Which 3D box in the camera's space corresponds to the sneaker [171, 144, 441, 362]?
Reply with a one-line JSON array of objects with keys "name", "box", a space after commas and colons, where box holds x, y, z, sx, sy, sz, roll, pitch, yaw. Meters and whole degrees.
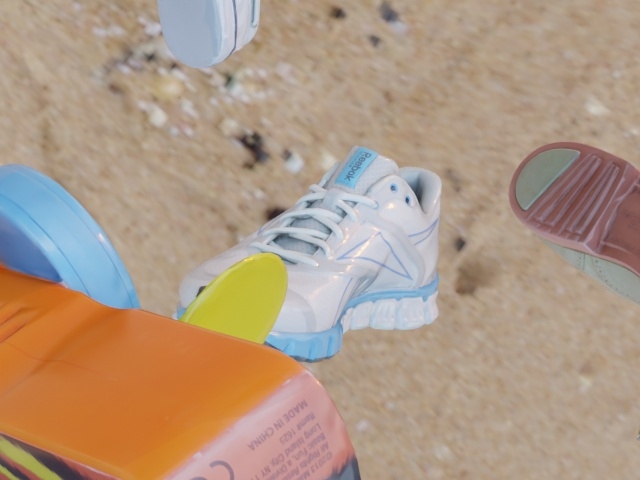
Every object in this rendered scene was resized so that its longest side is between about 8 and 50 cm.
[{"name": "sneaker", "box": [0.000, 0.000, 0.824, 0.190, 0.071, 0.083, -17, 123, -63]}]

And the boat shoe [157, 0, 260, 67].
[{"name": "boat shoe", "box": [-0.095, -0.288, 1.666, 0.088, 0.096, 0.267, -33, 123, -48]}]

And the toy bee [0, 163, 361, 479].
[{"name": "toy bee", "box": [-0.094, 0.056, 0.557, 0.195, 0.298, 0.162, -24, 126, -14]}]

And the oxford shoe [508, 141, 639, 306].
[{"name": "oxford shoe", "box": [0.380, 0.022, 1.943, 0.140, 0.397, 0.146, -52, 144, -6]}]

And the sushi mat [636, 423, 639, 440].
[{"name": "sushi mat", "box": [0.299, 0.014, 1.410, 0.019, 0.316, 0.151, 29, 123, 1]}]
